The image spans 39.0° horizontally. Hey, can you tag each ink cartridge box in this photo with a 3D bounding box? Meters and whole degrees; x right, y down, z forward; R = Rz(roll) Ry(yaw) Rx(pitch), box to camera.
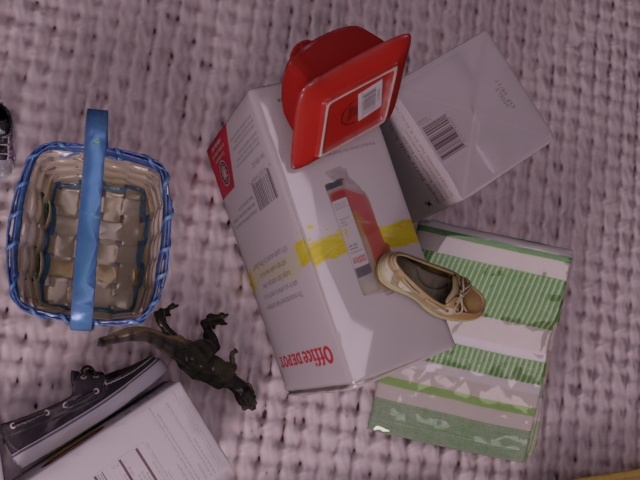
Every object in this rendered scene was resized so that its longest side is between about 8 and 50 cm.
[{"bbox_3d":[0.000,0.000,1.228,0.160,0.279,0.385,-17,86,-21],"label":"ink cartridge box"}]

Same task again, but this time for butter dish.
[{"bbox_3d":[0.009,-0.187,1.055,0.160,0.160,0.118,-30,66,-21],"label":"butter dish"}]

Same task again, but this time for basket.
[{"bbox_3d":[-0.287,-0.004,1.129,0.201,0.289,0.255,7,77,-16],"label":"basket"}]

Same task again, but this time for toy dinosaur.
[{"bbox_3d":[-0.178,0.143,1.234,0.268,0.064,0.118,31,33,-31],"label":"toy dinosaur"}]

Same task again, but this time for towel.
[{"bbox_3d":[0.224,0.147,1.340,0.248,0.038,0.325,12,89,3],"label":"towel"}]

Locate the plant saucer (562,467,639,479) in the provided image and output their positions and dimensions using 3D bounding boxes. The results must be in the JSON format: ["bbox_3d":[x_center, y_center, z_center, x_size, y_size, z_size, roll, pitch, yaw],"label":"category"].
[{"bbox_3d":[0.439,0.520,1.376,0.333,0.081,0.333,-3,82,-18],"label":"plant saucer"}]

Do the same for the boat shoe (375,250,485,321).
[{"bbox_3d":[0.140,0.055,1.092,0.153,0.048,0.056,29,69,-16],"label":"boat shoe"}]

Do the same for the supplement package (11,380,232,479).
[{"bbox_3d":[-0.260,0.302,1.161,0.244,0.139,0.134,-32,92,-20],"label":"supplement package"}]

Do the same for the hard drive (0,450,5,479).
[{"bbox_3d":[-0.498,0.341,1.131,0.203,0.040,0.307,-9,83,-19],"label":"hard drive"}]

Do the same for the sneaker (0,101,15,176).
[{"bbox_3d":[-0.434,-0.139,1.225,0.038,0.069,0.098,-5,81,-18],"label":"sneaker"}]

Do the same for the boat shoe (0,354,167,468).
[{"bbox_3d":[-0.316,0.208,1.200,0.228,0.080,0.076,-32,92,-13],"label":"boat shoe"}]

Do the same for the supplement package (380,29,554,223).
[{"bbox_3d":[0.153,-0.137,1.292,0.175,0.293,0.177,-33,91,-21],"label":"supplement package"}]
